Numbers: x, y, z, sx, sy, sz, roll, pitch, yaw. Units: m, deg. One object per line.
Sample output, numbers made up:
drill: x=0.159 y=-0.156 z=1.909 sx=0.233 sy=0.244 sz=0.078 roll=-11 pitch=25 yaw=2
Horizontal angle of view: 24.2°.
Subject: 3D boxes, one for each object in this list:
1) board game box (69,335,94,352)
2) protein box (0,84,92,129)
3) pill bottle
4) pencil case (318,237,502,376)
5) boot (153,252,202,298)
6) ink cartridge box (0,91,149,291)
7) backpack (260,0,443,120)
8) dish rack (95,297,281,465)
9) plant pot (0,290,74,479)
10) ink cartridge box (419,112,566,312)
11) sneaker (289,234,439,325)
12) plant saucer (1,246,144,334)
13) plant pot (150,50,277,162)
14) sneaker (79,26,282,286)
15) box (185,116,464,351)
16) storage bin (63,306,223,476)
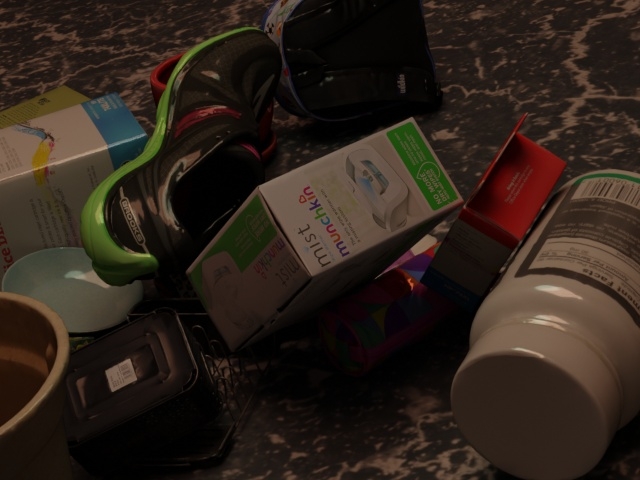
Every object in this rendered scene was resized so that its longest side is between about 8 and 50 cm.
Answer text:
board game box: x=-0.411 y=0.144 z=1.896 sx=0.136 sy=0.030 sz=0.259 roll=-2 pitch=1 yaw=23
protein box: x=-0.444 y=-0.134 z=2.423 sx=0.201 sy=0.136 sz=0.200 roll=-27 pitch=31 yaw=-24
pill bottle: x=0.286 y=0.090 z=1.653 sx=0.204 sy=0.204 sz=0.361 roll=4 pitch=33 yaw=29
pencil case: x=0.110 y=0.078 z=1.860 sx=0.236 sy=0.104 sz=0.104 roll=-30 pitch=33 yaw=-26
boot: x=-0.170 y=0.003 z=2.123 sx=0.178 sy=0.085 sz=0.236 roll=-28 pitch=30 yaw=-20
ink cartridge box: x=-0.382 y=-0.064 z=2.206 sx=0.270 sy=0.198 sz=0.197 roll=-19 pitch=30 yaw=-13
backpack: x=0.032 y=-0.319 z=2.438 sx=0.263 sy=0.276 sz=0.213 roll=-22 pitch=12 yaw=-28
dish rack: x=-0.172 y=0.172 z=1.828 sx=0.208 sy=0.074 sz=0.271 roll=-2 pitch=31 yaw=21
plant pot: x=-0.371 y=0.266 z=1.496 sx=0.334 sy=0.305 sz=0.334 roll=-10 pitch=29 yaw=6
ink cartridge box: x=0.207 y=-0.031 z=1.753 sx=0.078 sy=0.231 sz=0.134 roll=32 pitch=58 yaw=4
sneaker: x=0.016 y=0.005 z=1.945 sx=0.282 sy=0.161 sz=0.102 roll=-18 pitch=10 yaw=-12
plant saucer: x=-0.342 y=0.079 z=2.064 sx=0.195 sy=0.037 sz=0.195 roll=8 pitch=33 yaw=-5
plant pot: x=-0.162 y=-0.205 z=2.396 sx=0.191 sy=0.174 sz=0.191 roll=-10 pitch=29 yaw=6
sneaker: x=-0.146 y=-0.110 z=2.071 sx=0.202 sy=0.185 sz=0.483 roll=4 pitch=48 yaw=25
box: x=0.000 y=0.000 z=1.747 sx=0.231 sy=0.127 sz=0.262 roll=-26 pitch=-10 yaw=-30
storage bin: x=-0.219 y=0.175 z=1.726 sx=0.180 sy=0.084 sz=0.122 roll=-27 pitch=52 yaw=3
